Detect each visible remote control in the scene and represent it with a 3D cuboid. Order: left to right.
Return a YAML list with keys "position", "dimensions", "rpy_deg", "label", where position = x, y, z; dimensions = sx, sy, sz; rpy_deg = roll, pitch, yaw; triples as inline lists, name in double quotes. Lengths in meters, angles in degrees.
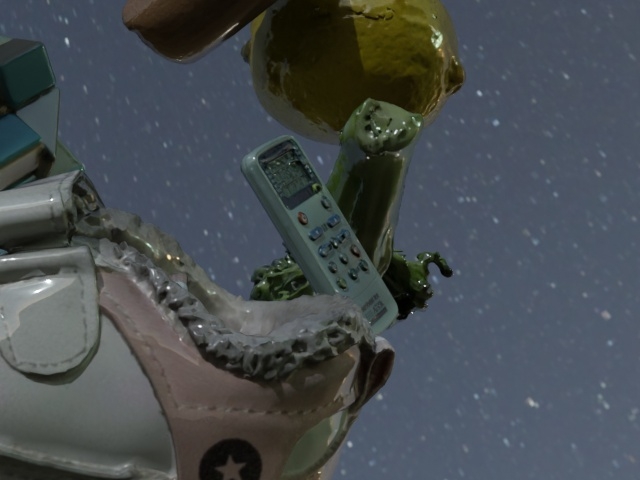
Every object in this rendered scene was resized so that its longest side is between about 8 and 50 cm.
- position: [0.000, 0.000, 0.661]
  dimensions: [0.018, 0.053, 0.124]
  rpy_deg: [-29, -87, 35]
  label: "remote control"

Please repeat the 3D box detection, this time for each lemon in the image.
- position: [0.046, -0.245, 1.573]
  dimensions: [0.260, 0.284, 0.260]
  rpy_deg: [-14, -72, -52]
  label: "lemon"

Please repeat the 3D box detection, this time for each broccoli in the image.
- position: [0.027, -0.011, 1.021]
  dimensions: [0.165, 0.145, 0.304]
  rpy_deg: [-34, -22, -30]
  label: "broccoli"

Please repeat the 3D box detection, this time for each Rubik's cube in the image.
- position: [-0.345, -0.079, 1.154]
  dimensions: [0.213, 0.224, 0.265]
  rpy_deg: [-40, -12, -40]
  label: "Rubik's cube"

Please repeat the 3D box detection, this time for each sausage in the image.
- position: [-0.112, -0.319, 1.438]
  dimensions: [0.253, 0.123, 0.123]
  rpy_deg: [-35, -50, 14]
  label: "sausage"

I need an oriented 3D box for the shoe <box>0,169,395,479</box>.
- position: [-0.143, 0.060, 0.531]
  dimensions: [0.351, 0.172, 0.198]
  rpy_deg: [23, -88, -11]
  label: "shoe"
